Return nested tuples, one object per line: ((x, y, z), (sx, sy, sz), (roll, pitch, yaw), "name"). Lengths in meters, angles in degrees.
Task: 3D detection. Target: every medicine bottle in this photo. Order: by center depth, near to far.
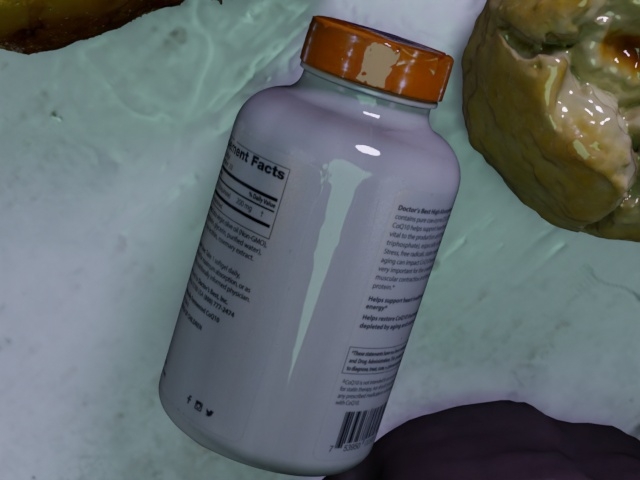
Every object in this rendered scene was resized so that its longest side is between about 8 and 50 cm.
((0.000, 0.000, 0.835), (0.157, 0.157, 0.288), (16, 103, -5), "medicine bottle")

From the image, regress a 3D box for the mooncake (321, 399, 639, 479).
((0.164, 0.310, 0.901), (0.350, 0.212, 0.381), (-29, 105, 0), "mooncake")

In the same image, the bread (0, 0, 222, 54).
((-0.099, -0.183, 0.797), (0.271, 0.139, 0.077), (-14, 94, 0), "bread")

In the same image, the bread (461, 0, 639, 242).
((0.215, -0.108, 0.824), (0.244, 0.134, 0.244), (0, 103, 2), "bread")
